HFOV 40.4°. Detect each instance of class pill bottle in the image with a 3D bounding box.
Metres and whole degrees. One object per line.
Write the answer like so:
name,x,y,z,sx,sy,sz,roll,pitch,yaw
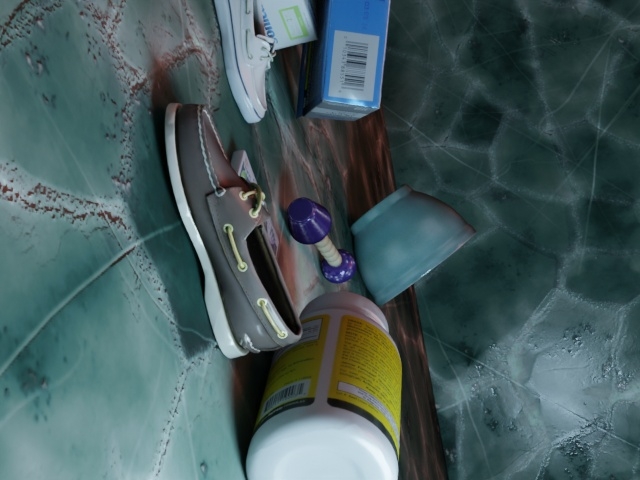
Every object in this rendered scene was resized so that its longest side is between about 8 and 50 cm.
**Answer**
pill bottle,0.017,0.214,1.188,0.334,0.188,0.187,-76,153,-62

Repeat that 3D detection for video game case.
video game case,-0.101,-0.010,1.240,0.190,0.022,0.173,-83,158,-54

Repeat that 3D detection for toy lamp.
toy lamp,0.000,0.000,1.570,0.274,0.080,0.080,60,22,-63

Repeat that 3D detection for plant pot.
plant pot,0.193,-0.009,2.059,0.196,0.293,0.293,53,12,3

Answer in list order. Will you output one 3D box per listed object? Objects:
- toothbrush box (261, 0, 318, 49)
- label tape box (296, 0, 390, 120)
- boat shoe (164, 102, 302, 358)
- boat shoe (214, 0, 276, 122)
toothbrush box,-0.088,-0.498,1.494,0.206,0.122,0.283,65,20,-50
label tape box,0.037,-0.345,1.570,0.334,0.106,0.240,-160,-104,-81
boat shoe,-0.104,-0.015,1.052,0.116,0.097,0.324,-59,137,-72
boat shoe,-0.107,-0.296,1.337,0.083,0.076,0.226,-57,134,-72
